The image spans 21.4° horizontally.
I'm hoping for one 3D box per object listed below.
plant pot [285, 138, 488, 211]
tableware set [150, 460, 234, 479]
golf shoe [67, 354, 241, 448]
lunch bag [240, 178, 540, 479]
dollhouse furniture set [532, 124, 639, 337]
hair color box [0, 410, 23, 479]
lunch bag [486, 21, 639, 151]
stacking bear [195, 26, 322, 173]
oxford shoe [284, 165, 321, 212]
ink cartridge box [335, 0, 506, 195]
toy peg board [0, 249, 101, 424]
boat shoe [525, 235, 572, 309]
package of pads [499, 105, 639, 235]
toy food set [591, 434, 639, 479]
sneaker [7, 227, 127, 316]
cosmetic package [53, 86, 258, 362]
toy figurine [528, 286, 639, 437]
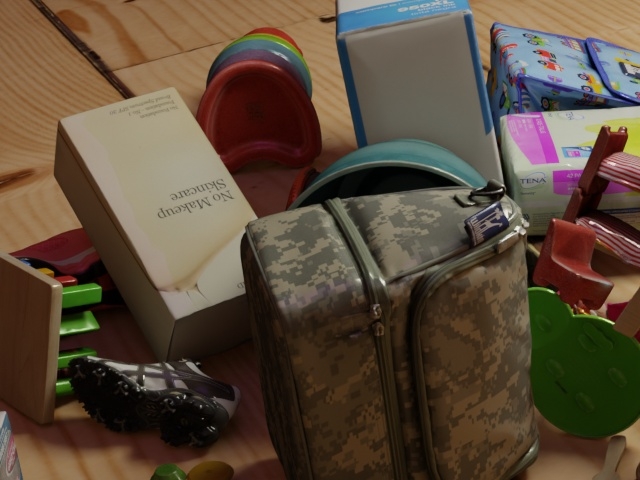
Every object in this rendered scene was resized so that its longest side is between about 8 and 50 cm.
[{"bbox_3d":[0.087,0.008,1.858,0.272,0.271,0.255,-4,18,7],"label":"plant pot"},{"bbox_3d":[-0.106,0.252,1.673,0.154,0.024,0.104,0,25,17],"label":"tableware set"},{"bbox_3d":[-0.177,0.163,1.817,0.198,0.077,0.094,19,31,24],"label":"golf shoe"},{"bbox_3d":[0.077,0.104,1.604,0.256,0.305,0.212,-14,28,-10],"label":"lunch bag"},{"bbox_3d":[0.336,-0.009,1.735,0.201,0.152,0.374,26,12,16],"label":"dollhouse furniture set"},{"bbox_3d":[-0.478,0.265,1.651,0.347,0.105,0.174,-5,27,3],"label":"hair color box"},{"bbox_3d":[0.386,-0.194,2.335,0.293,0.138,0.221,3,25,-6],"label":"lunch bag"},{"bbox_3d":[-0.085,-0.226,2.465,0.175,0.164,0.289,-5,22,4],"label":"stacking bear"},{"bbox_3d":[0.000,0.000,2.083,0.098,0.097,0.271,10,34,-3],"label":"oxford shoe"},{"bbox_3d":[0.121,-0.189,2.134,0.166,0.285,0.395,-11,21,4],"label":"ink cartridge box"},{"bbox_3d":[-0.314,0.099,1.894,0.079,0.161,0.161,-7,20,-40],"label":"toy peg board"},{"bbox_3d":[0.268,0.030,1.960,0.060,0.064,0.178,-12,24,-10],"label":"boat shoe"},{"bbox_3d":[0.342,-0.091,2.085,0.229,0.101,0.296,-3,17,3],"label":"package of pads"},{"bbox_3d":[0.359,0.224,1.600,0.192,0.038,0.132,-3,20,21],"label":"toy food set"},{"bbox_3d":[-0.324,0.051,2.055,0.314,0.116,0.136,-14,17,-27],"label":"sneaker"},{"bbox_3d":[-0.175,-0.018,1.966,0.160,0.113,0.309,-20,59,-25],"label":"cosmetic package"},{"bbox_3d":[0.278,0.099,1.753,0.130,0.173,0.159,-44,-3,27],"label":"toy figurine"}]
